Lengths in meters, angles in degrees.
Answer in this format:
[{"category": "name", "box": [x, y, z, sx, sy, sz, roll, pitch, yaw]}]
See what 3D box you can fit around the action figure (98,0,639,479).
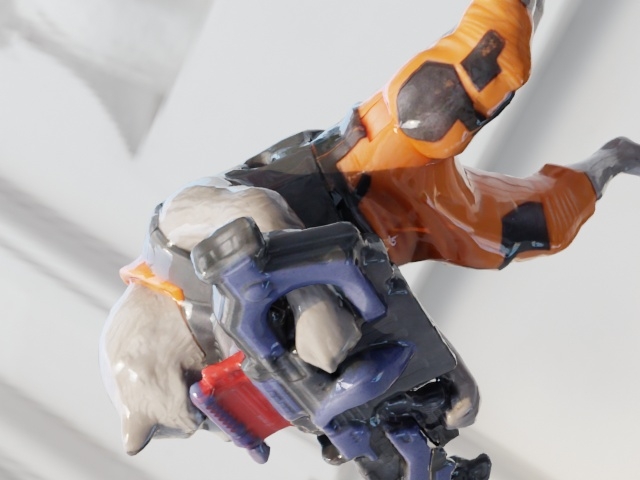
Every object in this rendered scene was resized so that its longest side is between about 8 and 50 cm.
[{"category": "action figure", "box": [0.034, 0.009, 0.937, 0.330, 0.341, 0.178, -32, -125, -7]}]
